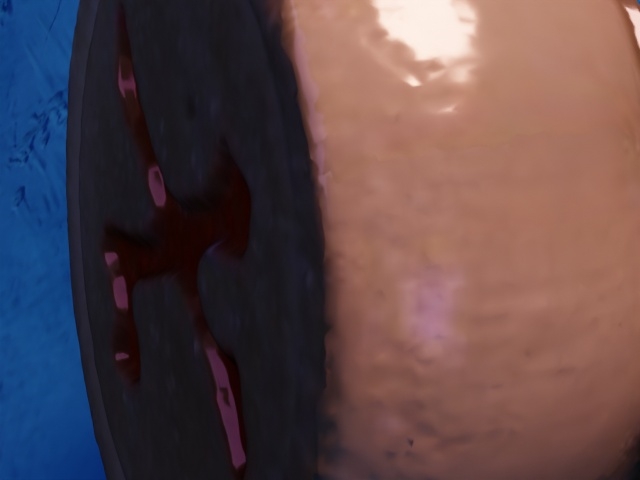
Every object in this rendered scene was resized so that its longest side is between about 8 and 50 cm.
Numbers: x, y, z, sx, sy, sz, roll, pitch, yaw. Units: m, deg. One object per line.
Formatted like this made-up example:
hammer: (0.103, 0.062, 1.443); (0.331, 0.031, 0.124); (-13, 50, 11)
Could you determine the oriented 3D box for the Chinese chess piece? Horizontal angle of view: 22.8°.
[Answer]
Chinese chess piece: (0.000, 0.000, 0.636); (0.338, 0.140, 0.338); (177, 90, -65)
